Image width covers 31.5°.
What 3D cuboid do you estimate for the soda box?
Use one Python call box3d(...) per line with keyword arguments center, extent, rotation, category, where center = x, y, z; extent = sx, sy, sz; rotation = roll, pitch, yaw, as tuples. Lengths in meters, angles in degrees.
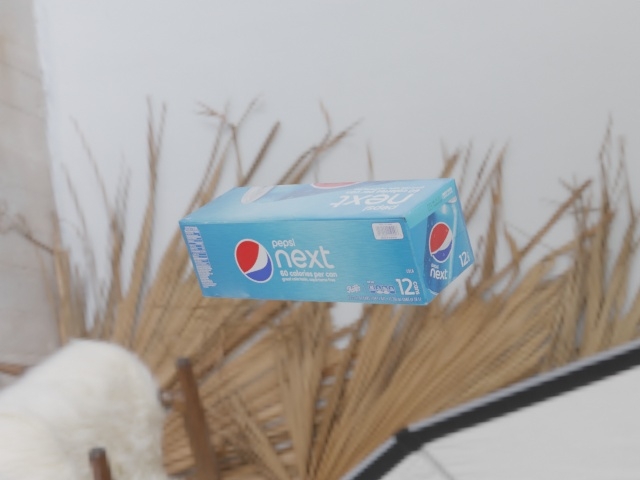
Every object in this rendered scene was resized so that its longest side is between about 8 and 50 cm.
box3d(center=(0.000, 0.000, 0.825), extent=(0.071, 0.210, 0.067), rotation=(-36, 118, -45), category="soda box")
